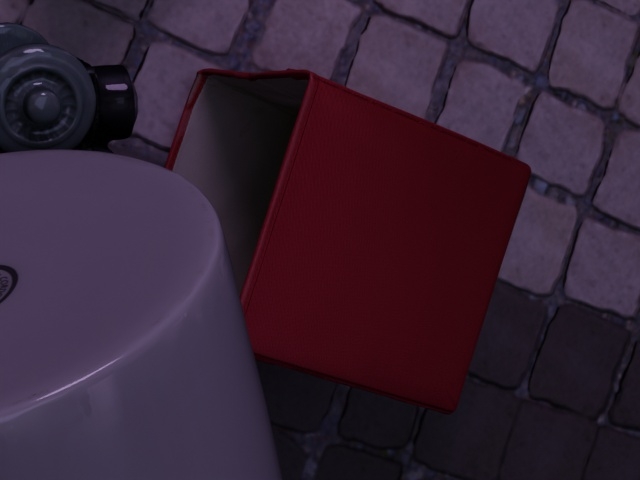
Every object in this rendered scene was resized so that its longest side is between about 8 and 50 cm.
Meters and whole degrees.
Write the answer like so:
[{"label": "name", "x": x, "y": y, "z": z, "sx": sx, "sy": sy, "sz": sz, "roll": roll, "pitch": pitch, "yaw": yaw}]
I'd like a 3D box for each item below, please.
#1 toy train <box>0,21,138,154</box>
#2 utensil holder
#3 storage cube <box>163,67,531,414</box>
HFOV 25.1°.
[{"label": "toy train", "x": -0.282, "y": -0.037, "z": 0.946, "sx": 0.334, "sy": 0.142, "sz": 0.190, "roll": -7, "pitch": 110, "yaw": -24}, {"label": "utensil holder", "x": -0.169, "y": 0.183, "z": 0.844, "sx": 0.328, "sy": 0.327, "sz": 0.385, "roll": -20, "pitch": 121, "yaw": -20}, {"label": "storage cube", "x": 0.000, "y": 0.000, "z": 1.025, "sx": 0.193, "sy": 0.184, "sz": 0.215, "roll": 19, "pitch": 87, "yaw": -30}]
